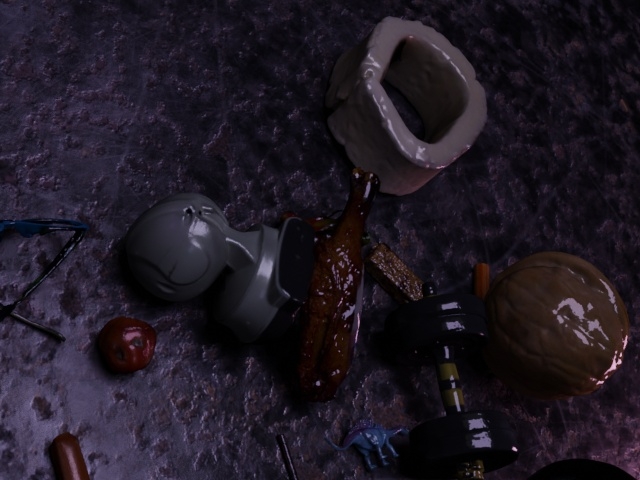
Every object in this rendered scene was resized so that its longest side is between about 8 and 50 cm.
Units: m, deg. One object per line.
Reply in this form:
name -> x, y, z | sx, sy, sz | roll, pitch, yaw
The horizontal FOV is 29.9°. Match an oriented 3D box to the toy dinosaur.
toy dinosaur -> 0.084, 0.336, 1.993 | 0.197, 0.045, 0.080 | 1, 51, -45

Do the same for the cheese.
cheese -> 0.157, -0.259, 2.320 | 0.292, 0.153, 0.332 | 40, 46, -12

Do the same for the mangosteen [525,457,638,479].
mangosteen -> 0.452, 0.524, 2.004 | 0.300, 0.300, 0.300 | 18, 55, -28

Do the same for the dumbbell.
dumbbell -> 0.221, 0.251, 2.050 | 0.185, 0.185, 0.388 | 8, 60, -34

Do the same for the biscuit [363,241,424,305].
biscuit -> 0.160, 0.088, 2.199 | 0.199, 0.034, 0.064 | 44, 47, -7

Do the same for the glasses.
glasses -> -0.428, 0.047, 1.730 | 0.239, 0.102, 0.207 | -12, 72, -41

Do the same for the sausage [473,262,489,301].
sausage -> 0.312, 0.096, 2.312 | 0.031, 0.031, 0.107 | 21, 53, -26

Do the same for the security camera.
security camera -> -0.168, 0.034, 1.878 | 0.277, 0.191, 0.197 | 26, 47, -21

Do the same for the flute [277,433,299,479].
flute -> -0.023, 0.432, 1.876 | 0.014, 0.014, 0.270 | -4, 68, -39

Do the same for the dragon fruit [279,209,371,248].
dragon fruit -> 0.000, 0.000, 2.090 | 0.138, 0.175, 0.142 | 65, 16, -2

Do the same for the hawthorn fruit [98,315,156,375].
hawthorn fruit -> -0.289, 0.159, 1.794 | 0.093, 0.093, 0.093 | 18, 55, -28

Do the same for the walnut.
walnut -> 0.425, 0.157, 2.205 | 0.285, 0.285, 0.296 | 57, 25, 4

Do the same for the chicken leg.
chicken leg -> 0.035, 0.065, 1.959 | 0.158, 0.096, 0.407 | 42, 58, -67

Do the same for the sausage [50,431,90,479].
sausage -> -0.344, 0.332, 1.671 | 0.039, 0.041, 0.131 | -7, 69, -34
